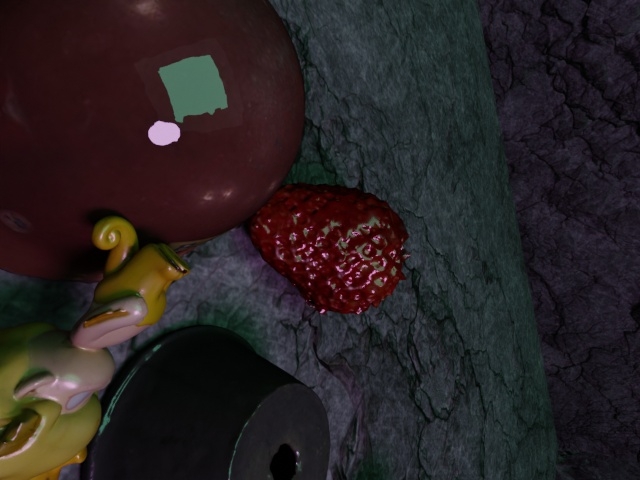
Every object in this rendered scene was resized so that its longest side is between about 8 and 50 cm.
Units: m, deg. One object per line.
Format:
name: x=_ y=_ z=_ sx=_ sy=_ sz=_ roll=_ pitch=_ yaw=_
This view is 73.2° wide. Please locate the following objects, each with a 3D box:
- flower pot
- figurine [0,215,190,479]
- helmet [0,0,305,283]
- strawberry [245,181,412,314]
flower pot: x=-0.097 y=0.235 z=0.481 sx=0.268 sy=0.166 sz=0.269 roll=6 pitch=82 yaw=-52
figurine: x=-0.207 y=0.099 z=0.343 sx=0.131 sy=0.156 sz=0.246 roll=43 pitch=82 yaw=-6
helmet: x=-0.148 y=-0.135 z=0.406 sx=0.385 sy=0.230 sz=0.338 roll=-29 pitch=110 yaw=-53
strawberry: x=0.000 y=0.000 z=0.657 sx=0.244 sy=0.205 sz=0.206 roll=19 pitch=69 yaw=-28
